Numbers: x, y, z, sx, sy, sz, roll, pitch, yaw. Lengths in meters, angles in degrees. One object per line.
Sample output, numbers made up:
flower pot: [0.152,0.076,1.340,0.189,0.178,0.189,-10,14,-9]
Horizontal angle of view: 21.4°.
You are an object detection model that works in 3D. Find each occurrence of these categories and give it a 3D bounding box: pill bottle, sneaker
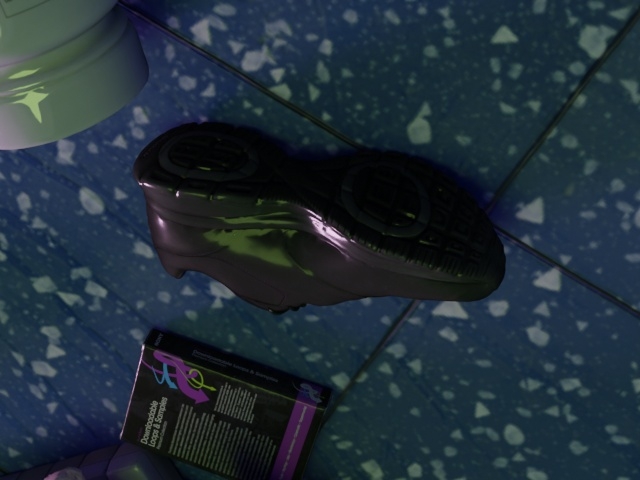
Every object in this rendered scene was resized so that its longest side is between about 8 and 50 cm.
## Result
pill bottle: [-0.226,-0.215,1.144,0.160,0.160,0.283,-8,120,20]
sneaker: [0.000,0.000,1.273,0.286,0.109,0.130,16,133,17]

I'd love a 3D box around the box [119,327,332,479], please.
box: [-0.082,0.148,1.429,0.162,0.029,0.116,19,127,1]

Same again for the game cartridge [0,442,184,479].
game cartridge: [-0.161,0.349,1.572,0.230,0.068,0.355,-16,117,30]

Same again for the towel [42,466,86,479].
towel: [-0.219,0.371,1.538,0.317,0.053,0.332,44,124,-16]
